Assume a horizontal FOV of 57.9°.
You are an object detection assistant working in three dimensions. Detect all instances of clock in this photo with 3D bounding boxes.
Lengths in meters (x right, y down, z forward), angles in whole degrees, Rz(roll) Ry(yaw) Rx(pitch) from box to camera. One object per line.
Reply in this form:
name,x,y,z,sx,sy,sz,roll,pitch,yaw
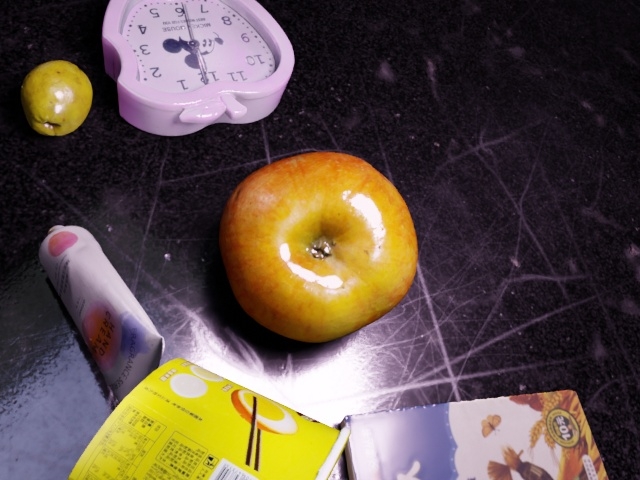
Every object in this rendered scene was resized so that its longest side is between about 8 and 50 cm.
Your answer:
clock,-0.223,-0.331,1.055,0.339,0.102,0.338,8,62,-15

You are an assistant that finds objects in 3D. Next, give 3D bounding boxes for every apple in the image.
apple,0.000,0.000,0.853,0.302,0.301,0.301,8,61,-14

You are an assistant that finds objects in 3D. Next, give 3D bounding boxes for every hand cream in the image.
hand cream,-0.296,0.080,0.761,0.078,0.124,0.341,5,28,-45

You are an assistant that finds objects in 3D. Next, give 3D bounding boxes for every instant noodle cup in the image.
instant noodle cup,-0.132,0.290,0.659,0.222,0.311,0.311,31,57,10

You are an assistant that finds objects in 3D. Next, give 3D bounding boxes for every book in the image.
book,0.253,0.391,0.861,0.428,0.039,0.299,-1,63,-19

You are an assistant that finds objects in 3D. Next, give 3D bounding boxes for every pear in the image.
pear,-0.422,-0.230,0.929,0.107,0.107,0.131,9,64,-14
